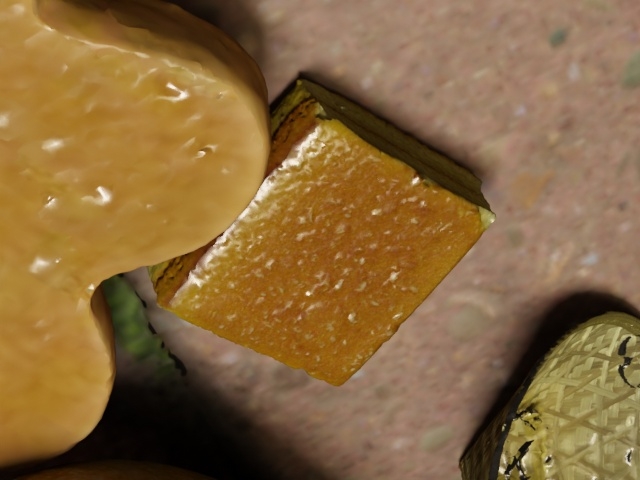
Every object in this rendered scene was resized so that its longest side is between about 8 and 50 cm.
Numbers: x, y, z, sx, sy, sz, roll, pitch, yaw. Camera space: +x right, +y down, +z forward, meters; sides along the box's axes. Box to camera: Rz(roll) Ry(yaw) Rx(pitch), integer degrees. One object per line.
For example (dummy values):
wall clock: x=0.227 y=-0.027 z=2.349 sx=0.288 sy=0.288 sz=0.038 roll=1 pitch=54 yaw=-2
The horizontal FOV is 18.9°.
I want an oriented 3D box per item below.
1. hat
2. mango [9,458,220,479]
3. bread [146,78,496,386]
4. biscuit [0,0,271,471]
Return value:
hat: x=0.083 y=0.097 z=0.774 sx=0.146 sy=0.067 sz=0.146 roll=-11 pitch=104 yaw=-49
mango: x=-0.043 y=0.180 z=0.712 sx=0.146 sy=0.192 sz=0.316 roll=-27 pitch=154 yaw=31
bread: x=0.000 y=0.000 z=0.689 sx=0.090 sy=0.035 sz=0.094 roll=29 pitch=113 yaw=-31
biscuit: x=-0.196 y=-0.045 z=0.585 sx=0.355 sy=0.052 sz=0.275 roll=19 pitch=120 yaw=-24
